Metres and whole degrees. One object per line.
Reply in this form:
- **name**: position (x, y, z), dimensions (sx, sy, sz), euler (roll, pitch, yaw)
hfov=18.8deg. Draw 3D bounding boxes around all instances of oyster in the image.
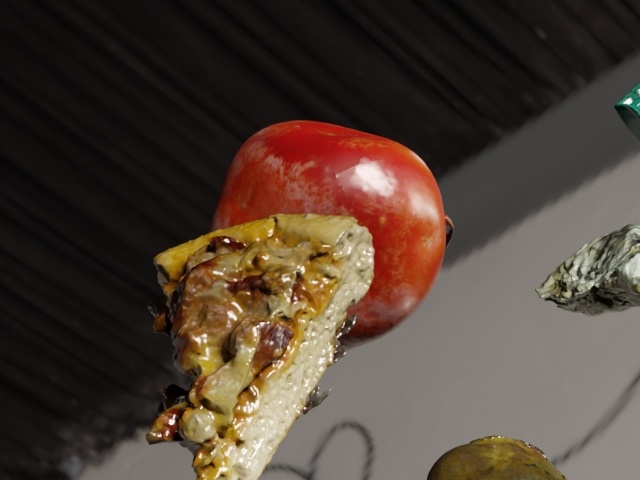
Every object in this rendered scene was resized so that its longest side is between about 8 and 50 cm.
- **oyster**: position (0.254, 0.027, 1.638), dimensions (0.125, 0.064, 0.177), euler (-29, 13, -28)

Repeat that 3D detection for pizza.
- **pizza**: position (-0.054, 0.062, 1.142), dimensions (0.154, 0.069, 0.194), euler (-8, 46, 20)

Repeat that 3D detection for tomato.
- **tomato**: position (0.000, 0.000, 1.369), dimensions (0.187, 0.151, 0.187), euler (-21, 57, 36)

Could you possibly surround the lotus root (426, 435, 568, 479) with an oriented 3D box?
- **lotus root**: position (0.123, 0.276, 1.428), dimensions (0.152, 0.160, 0.275), euler (-3, 53, 23)

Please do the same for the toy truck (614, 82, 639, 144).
- **toy truck**: position (0.327, 0.048, 1.207), dimensions (0.176, 0.363, 0.178), euler (-40, 22, -23)
